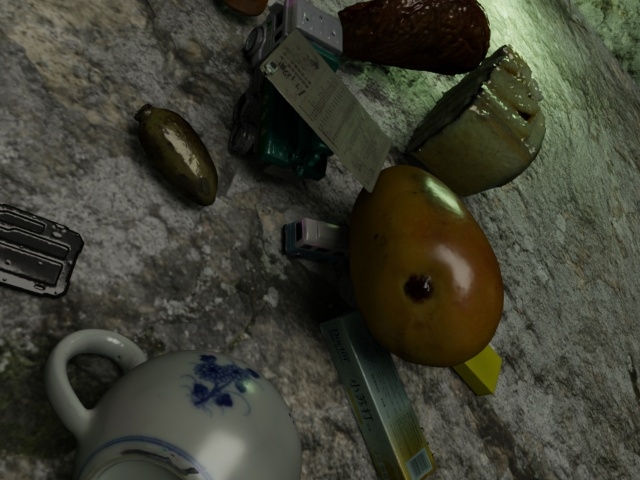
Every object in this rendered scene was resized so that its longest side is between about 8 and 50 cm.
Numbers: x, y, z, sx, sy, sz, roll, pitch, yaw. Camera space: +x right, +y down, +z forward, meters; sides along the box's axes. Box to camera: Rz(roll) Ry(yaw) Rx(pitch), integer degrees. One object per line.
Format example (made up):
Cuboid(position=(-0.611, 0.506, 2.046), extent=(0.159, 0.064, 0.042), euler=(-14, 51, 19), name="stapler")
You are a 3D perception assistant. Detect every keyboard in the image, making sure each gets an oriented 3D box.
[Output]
Cuboid(position=(-0.427, -0.012, 0.630), extent=(0.262, 0.016, 0.106), euler=(25, 58, -31), name="keyboard")

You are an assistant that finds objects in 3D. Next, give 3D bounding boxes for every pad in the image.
Cuboid(position=(0.022, -0.215, 0.857), extent=(0.265, 0.009, 0.159), euler=(46, 43, -21), name="pad")

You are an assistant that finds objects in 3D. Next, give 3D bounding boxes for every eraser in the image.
Cuboid(position=(0.333, 0.260, 1.136), extent=(0.122, 0.045, 0.097), euler=(46, 49, -14), name="eraser")

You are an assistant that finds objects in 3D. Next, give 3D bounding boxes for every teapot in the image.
Cuboid(position=(-0.142, 0.246, 0.626), extent=(0.424, 0.252, 0.280), euler=(35, 13, 4), name="teapot")

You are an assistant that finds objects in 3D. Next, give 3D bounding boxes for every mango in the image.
Cuboid(position=(0.170, 0.025, 0.921), extent=(0.300, 0.232, 0.445), euler=(61, 14, -24), name="mango")

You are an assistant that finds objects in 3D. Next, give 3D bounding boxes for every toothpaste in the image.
Cuboid(position=(0.100, 0.272, 0.918), extent=(0.089, 0.071, 0.312), euler=(-18, 84, -41), name="toothpaste")

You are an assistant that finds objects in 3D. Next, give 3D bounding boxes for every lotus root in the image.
Cuboid(position=(-0.216, -0.133, 0.810), extent=(0.081, 0.089, 0.179), euler=(-36, 104, 0), name="lotus root")

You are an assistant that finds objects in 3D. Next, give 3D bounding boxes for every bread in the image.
Cuboid(position=(0.399, -0.255, 1.278), extent=(0.264, 0.239, 0.395), euler=(47, 49, -15), name="bread")

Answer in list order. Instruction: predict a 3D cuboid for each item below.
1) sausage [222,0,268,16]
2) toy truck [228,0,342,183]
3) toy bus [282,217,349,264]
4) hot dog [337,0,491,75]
Cuboid(position=(-0.153, -0.570, 1.043), extent=(0.105, 0.105, 0.274), euler=(12, 65, -36), name="sausage")
Cuboid(position=(-0.043, -0.266, 0.958), extent=(0.177, 0.178, 0.363), euler=(17, 59, -34), name="toy truck")
Cuboid(position=(0.000, 0.000, 0.945), extent=(0.123, 0.075, 0.060), euler=(14, 63, -36), name="toy bus")
Cuboid(position=(0.212, -0.489, 1.213), extent=(0.388, 0.267, 0.174), euler=(-2, 99, -32), name="hot dog")
